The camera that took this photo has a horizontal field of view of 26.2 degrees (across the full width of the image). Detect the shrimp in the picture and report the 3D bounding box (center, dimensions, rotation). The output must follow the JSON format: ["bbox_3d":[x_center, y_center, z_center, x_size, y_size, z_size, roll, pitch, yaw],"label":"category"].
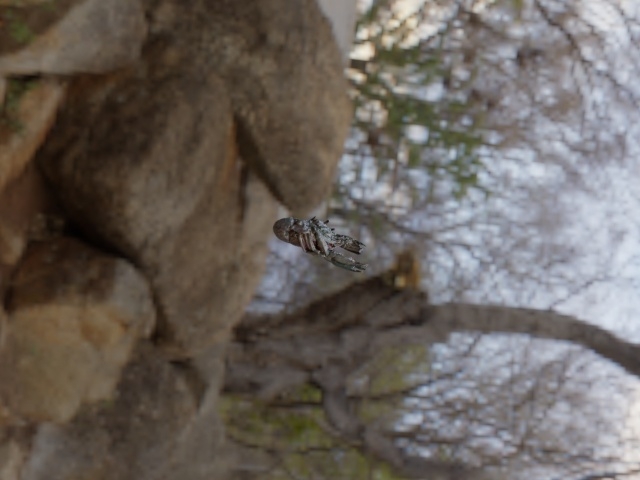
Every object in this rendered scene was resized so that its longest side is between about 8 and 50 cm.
[{"bbox_3d":[0.003,-0.001,1.244,0.029,0.092,0.038,-60,-178,43],"label":"shrimp"}]
